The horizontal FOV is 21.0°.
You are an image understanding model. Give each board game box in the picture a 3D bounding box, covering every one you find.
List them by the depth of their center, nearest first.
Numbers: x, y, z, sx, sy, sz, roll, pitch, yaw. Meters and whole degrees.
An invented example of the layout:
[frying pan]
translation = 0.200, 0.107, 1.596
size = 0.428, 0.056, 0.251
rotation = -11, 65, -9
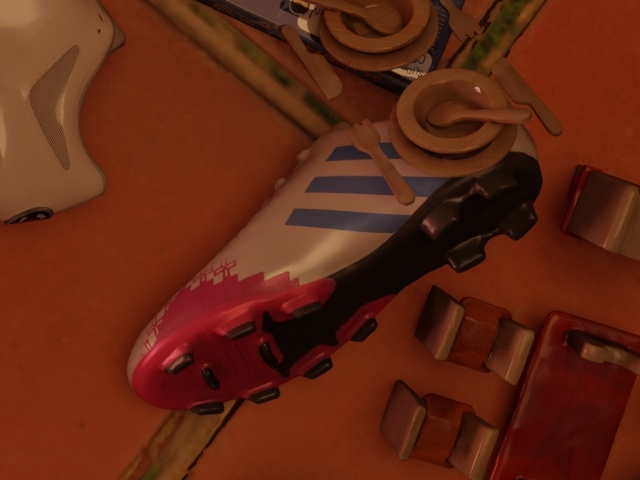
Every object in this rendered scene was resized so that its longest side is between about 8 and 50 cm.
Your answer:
[board game box]
translation = 0.010, -0.205, 1.273
size = 0.201, 0.035, 0.136
rotation = 25, 82, -11

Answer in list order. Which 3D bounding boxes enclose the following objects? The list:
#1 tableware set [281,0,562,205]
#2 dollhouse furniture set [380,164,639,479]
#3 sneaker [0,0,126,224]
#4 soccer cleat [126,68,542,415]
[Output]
[tableware set]
translation = 0.064, -0.123, 1.190
size = 0.128, 0.039, 0.194
rotation = -25, 56, -13
[dollhouse furniture set]
translation = 0.201, 0.082, 1.280
size = 0.262, 0.135, 0.259
rotation = 19, 95, -12
[sneaker]
translation = -0.212, -0.174, 1.192
size = 0.146, 0.122, 0.330
rotation = -2, 87, -31
[soccer cleat]
translation = 0.000, 0.000, 1.238
size = 0.331, 0.116, 0.143
rotation = -30, 53, 1
